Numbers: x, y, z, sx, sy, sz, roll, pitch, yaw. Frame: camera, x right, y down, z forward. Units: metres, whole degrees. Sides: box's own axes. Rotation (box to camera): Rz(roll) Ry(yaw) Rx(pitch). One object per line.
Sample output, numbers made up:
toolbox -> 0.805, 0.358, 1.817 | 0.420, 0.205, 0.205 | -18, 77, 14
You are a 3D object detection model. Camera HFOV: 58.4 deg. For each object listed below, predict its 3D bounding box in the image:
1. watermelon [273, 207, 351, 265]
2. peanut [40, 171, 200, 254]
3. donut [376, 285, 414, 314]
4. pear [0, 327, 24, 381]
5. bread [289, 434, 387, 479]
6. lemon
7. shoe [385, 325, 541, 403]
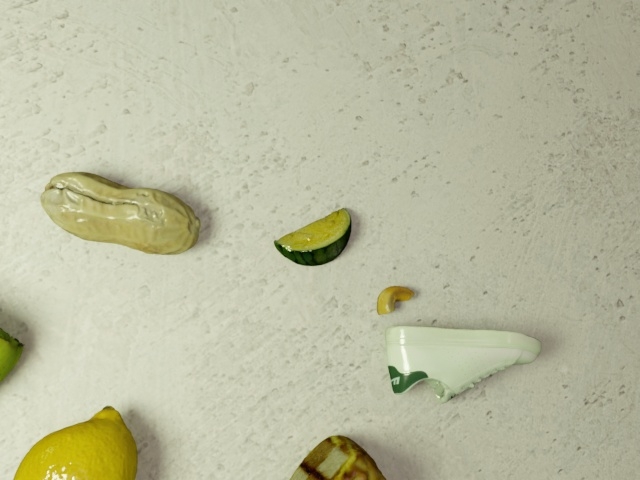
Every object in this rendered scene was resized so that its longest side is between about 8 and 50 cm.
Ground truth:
watermelon -> 0.003, 0.009, 1.232 | 0.181, 0.075, 0.092 | -29, 46, -21
peanut -> -0.370, -0.049, 1.074 | 0.290, 0.130, 0.130 | 13, 77, -13
donut -> 0.169, 0.132, 1.261 | 0.083, 0.038, 0.067 | 6, 76, -15
pear -> -0.673, 0.190, 0.920 | 0.292, 0.159, 0.293 | 2, 83, -16
bread -> 0.022, 0.456, 1.061 | 0.181, 0.222, 0.096 | -44, 94, -15
lemon -> -0.403, 0.396, 0.953 | 0.186, 0.187, 0.244 | 35, 62, -9
shoe -> 0.313, 0.273, 1.237 | 0.362, 0.132, 0.160 | 6, 78, -12
